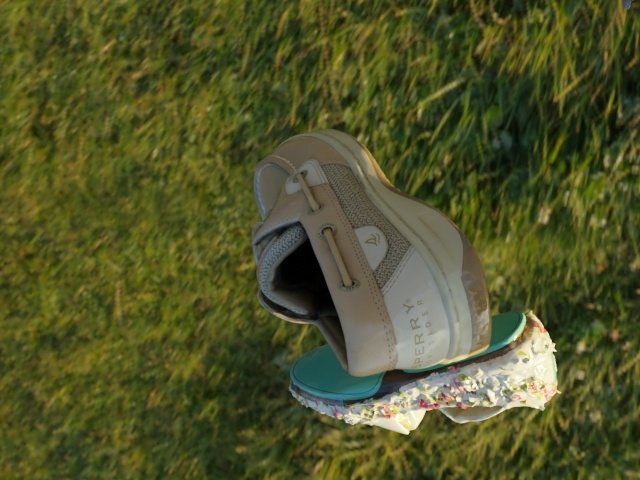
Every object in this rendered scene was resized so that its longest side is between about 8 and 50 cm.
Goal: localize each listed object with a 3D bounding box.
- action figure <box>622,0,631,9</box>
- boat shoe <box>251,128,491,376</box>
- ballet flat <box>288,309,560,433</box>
[{"bbox_3d":[0.296,-0.274,0.865,0.275,0.141,0.164,-8,113,-3],"label":"action figure"},{"bbox_3d":[0.000,0.000,0.833,0.110,0.341,0.122,-18,111,-16],"label":"boat shoe"},{"bbox_3d":[0.078,0.114,0.879,0.241,0.091,0.077,-14,118,41],"label":"ballet flat"}]
